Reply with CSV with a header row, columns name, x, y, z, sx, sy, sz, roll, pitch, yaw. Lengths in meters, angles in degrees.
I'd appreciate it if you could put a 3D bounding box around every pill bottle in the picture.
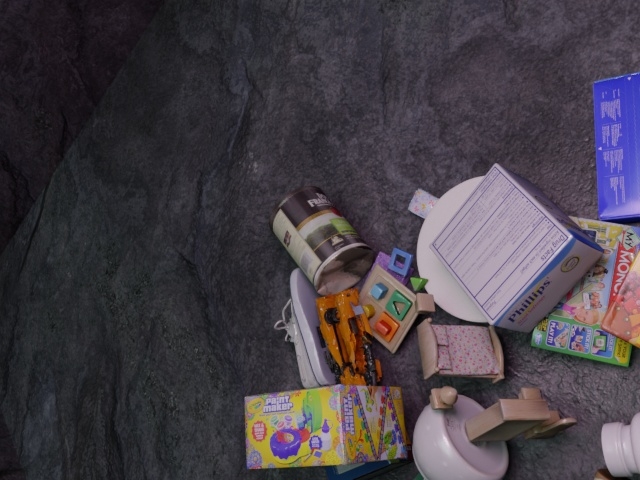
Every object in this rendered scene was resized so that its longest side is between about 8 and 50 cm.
name,x,y,z,sx,sy,sz,roll,pitch,yaw
pill bottle,0.731,0.422,1.364,0.272,0.152,0.152,-16,70,33

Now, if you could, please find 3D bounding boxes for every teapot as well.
name,x,y,z,sx,sy,sz,roll,pitch,yaw
teapot,0.313,0.513,1.612,0.252,0.256,0.187,54,125,18

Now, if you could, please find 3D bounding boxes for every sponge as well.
name,x,y,z,sx,sy,sz,roll,pitch,yaw
sponge,0.175,0.149,1.924,0.117,0.031,0.210,30,98,39

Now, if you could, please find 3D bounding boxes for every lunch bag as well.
name,x,y,z,sx,sy,sz,roll,pitch,yaw
lunch bag,0.295,-0.100,1.881,0.083,0.053,0.071,30,100,28

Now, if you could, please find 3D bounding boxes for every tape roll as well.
name,x,y,z,sx,sy,sz,roll,pitch,yaw
tape roll,0.435,0.022,1.734,0.392,0.072,0.391,-10,72,35

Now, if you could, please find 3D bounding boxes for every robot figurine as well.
name,x,y,z,sx,sy,sz,roll,pitch,yaw
robot figurine,0.084,0.285,1.860,0.211,0.085,0.290,-22,84,56

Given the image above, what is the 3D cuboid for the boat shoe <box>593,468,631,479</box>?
name,x,y,z,sx,sy,sz,roll,pitch,yaw
boat shoe,0.697,0.597,1.381,0.302,0.109,0.098,28,102,44

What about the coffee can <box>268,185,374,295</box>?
name,x,y,z,sx,sy,sz,roll,pitch,yaw
coffee can,0.000,0.000,1.983,0.201,0.202,0.275,-50,56,17

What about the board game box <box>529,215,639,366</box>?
name,x,y,z,sx,sy,sz,roll,pitch,yaw
board game box,0.621,0.112,1.542,0.214,0.046,0.317,10,85,16

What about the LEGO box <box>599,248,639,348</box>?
name,x,y,z,sx,sy,sz,roll,pitch,yaw
LEGO box,0.858,0.122,1.260,0.500,0.193,0.372,28,97,27

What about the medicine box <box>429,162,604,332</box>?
name,x,y,z,sx,sy,sz,roll,pitch,yaw
medicine box,0.441,0.018,1.544,0.263,0.149,0.289,-54,43,22

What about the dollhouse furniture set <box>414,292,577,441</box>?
name,x,y,z,sx,sy,sz,roll,pitch,yaw
dollhouse furniture set,0.410,0.268,1.560,0.173,0.304,0.355,122,149,-54

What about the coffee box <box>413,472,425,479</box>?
name,x,y,z,sx,sy,sz,roll,pitch,yaw
coffee box,0.288,0.644,1.712,0.184,0.040,0.113,-54,53,13

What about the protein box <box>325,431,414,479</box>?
name,x,y,z,sx,sy,sz,roll,pitch,yaw
protein box,0.114,0.535,1.809,0.201,0.136,0.199,-32,61,27

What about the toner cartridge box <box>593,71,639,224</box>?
name,x,y,z,sx,sy,sz,roll,pitch,yaw
toner cartridge box,0.737,-0.216,1.562,0.165,0.075,0.347,-5,76,35

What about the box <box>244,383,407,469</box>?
name,x,y,z,sx,sy,sz,roll,pitch,yaw
box,0.014,0.456,1.638,0.290,0.279,0.176,-16,69,34

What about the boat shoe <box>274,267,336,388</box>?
name,x,y,z,sx,sy,sz,roll,pitch,yaw
boat shoe,-0.057,0.271,2.018,0.157,0.136,0.366,-24,75,34

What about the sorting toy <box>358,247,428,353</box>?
name,x,y,z,sx,sy,sz,roll,pitch,yaw
sorting toy,0.171,0.190,1.847,0.196,0.047,0.347,42,117,33

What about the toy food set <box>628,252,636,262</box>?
name,x,y,z,sx,sy,sz,roll,pitch,yaw
toy food set,0.788,0.014,1.466,0.218,0.071,0.128,-42,75,15
